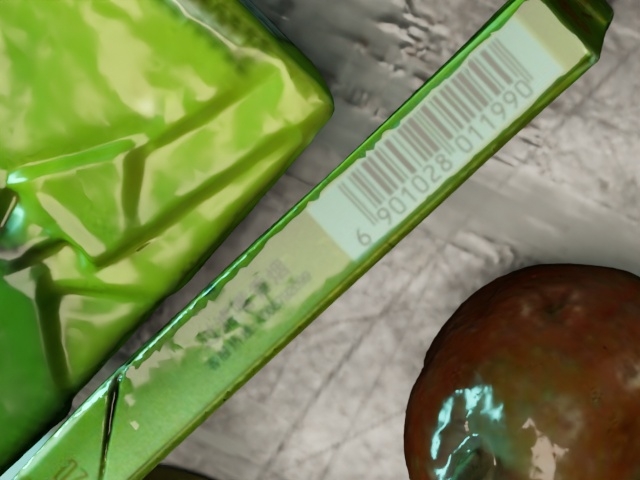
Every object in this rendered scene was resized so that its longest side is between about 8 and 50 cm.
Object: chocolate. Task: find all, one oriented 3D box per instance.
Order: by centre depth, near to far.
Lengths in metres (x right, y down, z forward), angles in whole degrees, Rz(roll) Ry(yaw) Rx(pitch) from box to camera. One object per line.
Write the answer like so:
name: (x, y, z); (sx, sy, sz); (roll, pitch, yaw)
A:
chocolate: (-0.182, -0.069, 0.924); (0.301, 0.137, 0.289); (44, 107, -1)

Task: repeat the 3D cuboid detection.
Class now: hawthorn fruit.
hawthorn fruit: (0.090, 0.082, 0.888); (0.189, 0.149, 0.149); (3, 107, -32)

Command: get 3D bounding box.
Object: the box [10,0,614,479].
box: (0.000, 0.000, 0.881); (0.311, 0.173, 0.043); (-43, 91, 16)

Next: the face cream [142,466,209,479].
face cream: (-0.106, 0.234, 0.947); (0.218, 0.179, 0.218); (2, 102, 11)
